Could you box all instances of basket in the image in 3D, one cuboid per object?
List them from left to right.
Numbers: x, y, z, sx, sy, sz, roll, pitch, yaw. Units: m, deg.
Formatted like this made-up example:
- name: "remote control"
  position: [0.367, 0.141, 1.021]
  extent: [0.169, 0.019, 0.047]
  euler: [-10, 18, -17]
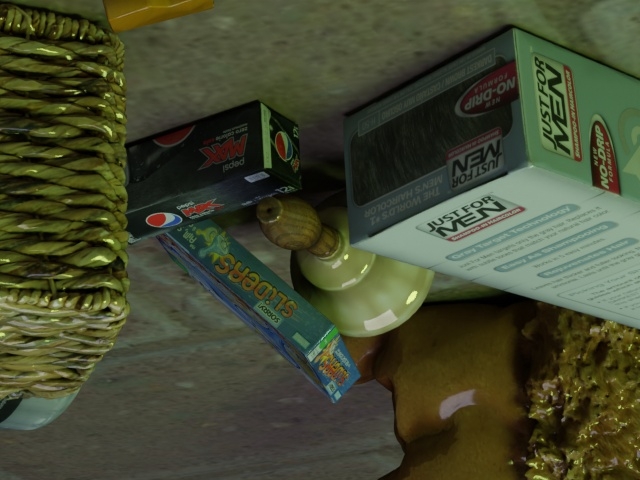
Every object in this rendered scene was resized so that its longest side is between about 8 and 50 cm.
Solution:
- name: "basket"
  position: [-0.289, -0.023, 1.179]
  extent: [0.299, 0.223, 0.213]
  euler: [4, 154, -20]

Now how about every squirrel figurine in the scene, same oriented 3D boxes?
- name: "squirrel figurine"
  position: [0.207, 0.249, 1.720]
  extent: [0.281, 0.370, 0.397]
  euler: [18, 150, -41]

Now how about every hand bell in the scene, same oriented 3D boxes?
- name: "hand bell"
  position: [0.000, 0.000, 1.345]
  extent: [0.126, 0.126, 0.242]
  euler: [-9, 169, 16]

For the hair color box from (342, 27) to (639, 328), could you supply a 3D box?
- name: "hair color box"
  position: [0.217, -0.032, 1.372]
  extent: [0.374, 0.114, 0.185]
  euler: [15, 152, -39]

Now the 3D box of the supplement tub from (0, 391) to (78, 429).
- name: "supplement tub"
  position: [-0.345, 0.036, 1.369]
  extent: [0.316, 0.194, 0.193]
  euler: [11, 154, -33]

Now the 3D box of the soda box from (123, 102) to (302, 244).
- name: "soda box"
  position: [-0.098, -0.051, 1.358]
  extent: [0.169, 0.060, 0.053]
  euler: [-17, 155, 28]

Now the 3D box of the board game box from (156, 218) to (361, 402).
- name: "board game box"
  position: [-0.059, 0.041, 1.449]
  extent: [0.035, 0.201, 0.136]
  euler: [-46, 157, -9]

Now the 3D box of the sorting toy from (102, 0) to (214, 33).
- name: "sorting toy"
  position: [0.024, -0.188, 0.951]
  extent: [0.307, 0.041, 0.229]
  euler: [-15, 172, -3]
